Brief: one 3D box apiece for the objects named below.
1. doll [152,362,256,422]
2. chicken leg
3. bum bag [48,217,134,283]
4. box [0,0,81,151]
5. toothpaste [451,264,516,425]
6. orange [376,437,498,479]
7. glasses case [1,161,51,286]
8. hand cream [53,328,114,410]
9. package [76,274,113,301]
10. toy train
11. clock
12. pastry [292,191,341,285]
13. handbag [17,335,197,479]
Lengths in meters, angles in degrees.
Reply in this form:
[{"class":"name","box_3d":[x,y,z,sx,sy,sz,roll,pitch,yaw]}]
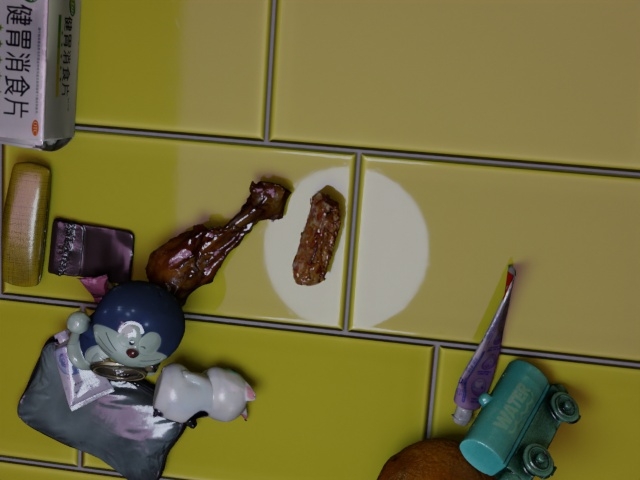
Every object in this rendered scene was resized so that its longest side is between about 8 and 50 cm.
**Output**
[{"class":"doll","box_3d":[-0.216,0.277,1.731,0.181,0.110,0.106,1,61,-19]},{"class":"chicken leg","box_3d":[-0.178,-0.003,1.701,0.304,0.093,0.113,-36,111,5]},{"class":"bum bag","box_3d":[-0.425,0.023,1.766,0.159,0.026,0.109,9,104,5]},{"class":"box","box_3d":[-0.526,-0.329,1.654,0.173,0.145,0.332,7,101,9]},{"class":"toothpaste","box_3d":[0.291,0.188,1.670,0.048,0.075,0.301,25,107,27]},{"class":"orange","box_3d":[0.209,0.479,1.648,0.264,0.264,0.264,2,101,8]},{"class":"glasses case","box_3d":[-0.543,-0.029,1.754,0.079,0.064,0.234,10,102,3]},{"class":"hand cream","box_3d":[-0.446,0.231,1.748,0.084,0.053,0.142,-25,83,-15]},{"class":"package","box_3d":[-0.407,0.087,1.761,0.059,0.029,0.083,-7,142,9]},{"class":"toy train","box_3d":[0.334,0.311,1.612,0.159,0.248,0.101,38,138,4]},{"class":"clock","box_3d":[-0.342,0.160,1.667,0.200,0.146,0.243,24,147,-28]},{"class":"pastry","box_3d":[-0.001,-0.001,1.672,0.063,0.087,0.169,10,105,-28]},{"class":"handbag","box_3d":[-0.408,0.327,1.803,0.332,0.075,0.191,28,100,6]}]
